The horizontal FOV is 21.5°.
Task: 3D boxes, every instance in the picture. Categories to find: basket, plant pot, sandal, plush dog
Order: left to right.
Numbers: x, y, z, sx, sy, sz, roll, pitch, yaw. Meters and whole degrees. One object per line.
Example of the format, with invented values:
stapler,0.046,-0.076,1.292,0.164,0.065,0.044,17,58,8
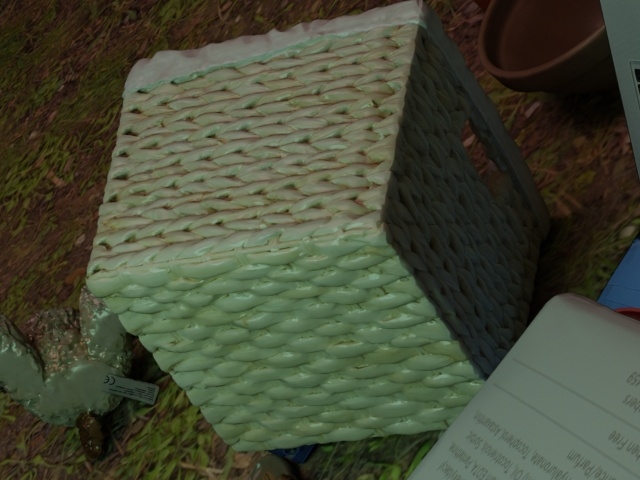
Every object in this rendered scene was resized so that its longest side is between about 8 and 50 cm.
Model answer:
plush dog,-0.316,0.151,2.127,0.262,0.211,0.225,-22,13,-6
sandal,-0.041,0.258,1.680,0.072,0.049,0.180,-50,28,1
basket,0.000,0.000,1.571,0.331,0.328,0.266,-9,49,27
plant pot,0.285,-0.230,1.735,0.237,0.109,0.237,-35,31,25

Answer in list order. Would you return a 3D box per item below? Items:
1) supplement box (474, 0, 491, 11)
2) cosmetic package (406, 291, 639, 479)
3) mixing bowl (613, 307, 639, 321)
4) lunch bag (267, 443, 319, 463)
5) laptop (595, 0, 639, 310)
supplement box,0.261,-0.349,1.950,0.233,0.078,0.080,-21,39,44
cosmetic package,0.180,0.292,0.941,0.394,0.329,0.327,-51,12,-2
mixing bowl,0.256,0.143,1.240,0.181,0.098,0.181,-18,69,57
lunch bag,-0.027,0.181,1.735,0.098,0.065,0.067,-87,22,-50
laptop,0.294,-0.004,1.323,0.236,0.408,0.382,-24,19,-24
